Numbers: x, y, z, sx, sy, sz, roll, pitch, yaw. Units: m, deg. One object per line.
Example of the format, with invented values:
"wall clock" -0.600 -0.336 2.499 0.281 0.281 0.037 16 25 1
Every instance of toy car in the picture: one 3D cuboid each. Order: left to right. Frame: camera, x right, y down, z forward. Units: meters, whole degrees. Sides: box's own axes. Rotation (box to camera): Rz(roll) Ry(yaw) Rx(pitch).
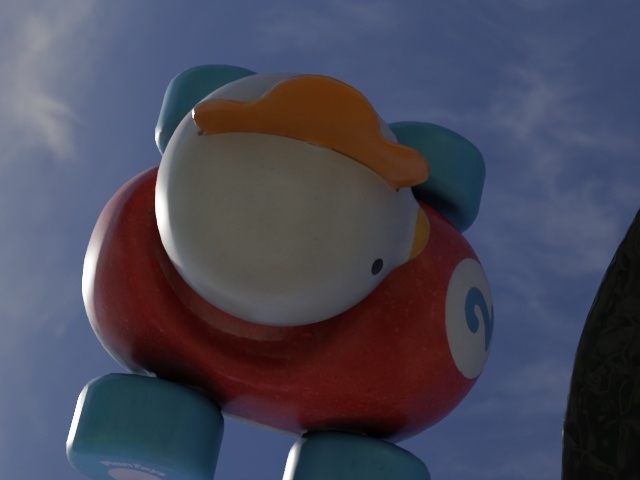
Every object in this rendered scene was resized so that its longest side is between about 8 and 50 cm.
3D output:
"toy car" 0.000 0.000 0.669 0.210 0.238 0.219 16 -115 -6

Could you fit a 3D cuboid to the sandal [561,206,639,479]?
"sandal" 0.188 -0.043 0.350 0.167 0.107 0.445 39 -73 28
